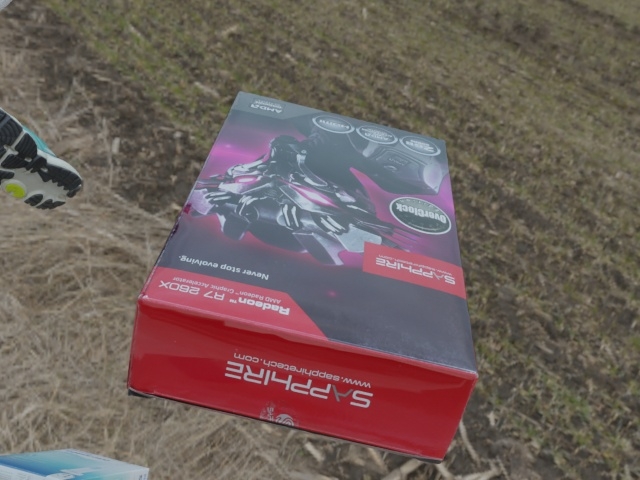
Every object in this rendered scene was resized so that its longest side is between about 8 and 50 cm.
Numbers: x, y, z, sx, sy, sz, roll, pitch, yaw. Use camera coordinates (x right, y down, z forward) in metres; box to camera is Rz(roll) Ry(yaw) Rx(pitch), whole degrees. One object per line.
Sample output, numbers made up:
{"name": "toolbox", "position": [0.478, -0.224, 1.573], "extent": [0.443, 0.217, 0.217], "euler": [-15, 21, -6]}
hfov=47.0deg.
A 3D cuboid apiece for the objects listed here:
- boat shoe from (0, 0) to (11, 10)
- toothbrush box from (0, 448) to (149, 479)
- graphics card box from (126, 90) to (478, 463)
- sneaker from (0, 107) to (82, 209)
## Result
{"name": "boat shoe", "position": [-0.328, -0.355, 0.798], "extent": [0.088, 0.267, 0.096], "euler": [34, 20, -35]}
{"name": "toothbrush box", "position": [-0.526, 0.515, 1.503], "extent": [0.216, 0.126, 0.295], "euler": [7, -8, 19]}
{"name": "graphics card box", "position": [0.000, 0.000, 0.640], "extent": [0.232, 0.094, 0.371], "euler": [13, 32, -2]}
{"name": "sneaker", "position": [-0.451, -0.130, 1.034], "extent": [0.107, 0.275, 0.110], "euler": [-40, 67, -4]}
